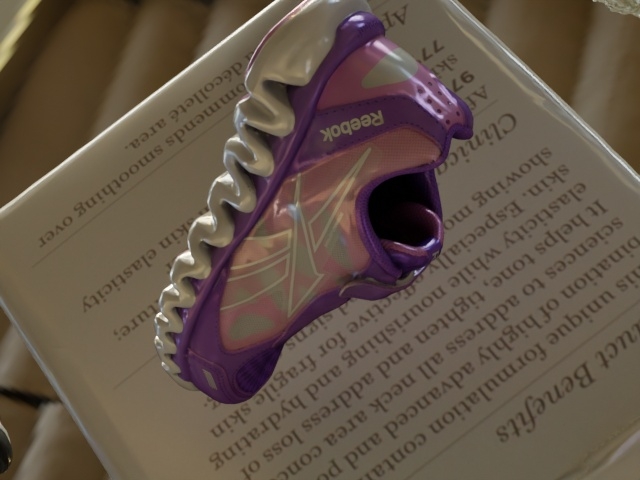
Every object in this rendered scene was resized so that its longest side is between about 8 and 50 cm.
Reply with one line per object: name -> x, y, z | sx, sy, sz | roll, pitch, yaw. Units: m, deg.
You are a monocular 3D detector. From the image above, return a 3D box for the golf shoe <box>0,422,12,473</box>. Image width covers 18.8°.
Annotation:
golf shoe -> -0.193, 0.098, 0.661 | 0.186, 0.067, 0.086 | -36, -142, -22

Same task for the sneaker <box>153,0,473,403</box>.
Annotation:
sneaker -> 0.000, 0.000, 0.890 | 0.105, 0.236, 0.095 | 32, -140, 10

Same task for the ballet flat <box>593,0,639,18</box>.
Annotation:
ballet flat -> 0.202, -0.221, 1.336 | 0.409, 0.147, 0.147 | 11, -109, 19

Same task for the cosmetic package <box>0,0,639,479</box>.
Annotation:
cosmetic package -> 0.058, 0.099, 1.174 | 0.329, 0.327, 0.393 | -37, -129, -3
